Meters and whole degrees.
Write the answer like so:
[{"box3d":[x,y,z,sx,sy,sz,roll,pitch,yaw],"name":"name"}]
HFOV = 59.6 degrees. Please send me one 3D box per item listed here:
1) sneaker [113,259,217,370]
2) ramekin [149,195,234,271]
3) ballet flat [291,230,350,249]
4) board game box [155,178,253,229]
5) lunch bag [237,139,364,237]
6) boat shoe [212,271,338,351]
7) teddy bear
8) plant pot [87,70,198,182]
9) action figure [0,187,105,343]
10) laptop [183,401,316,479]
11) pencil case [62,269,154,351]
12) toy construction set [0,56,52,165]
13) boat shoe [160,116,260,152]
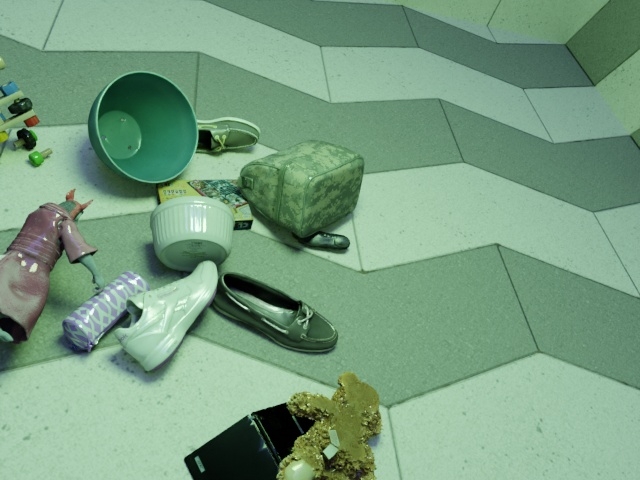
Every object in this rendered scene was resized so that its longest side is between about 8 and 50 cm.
[{"box3d":[-0.339,0.137,1.263,0.152,0.114,0.305,42,46,-14],"name":"sneaker"},{"box3d":[-0.314,-0.007,1.376,0.207,0.207,0.109,3,58,-19],"name":"ramekin"},{"box3d":[0.000,0.000,1.605,0.173,0.049,0.058,12,74,-4],"name":"ballet flat"},{"box3d":[-0.324,-0.099,1.559,0.243,0.042,0.165,-3,52,-23],"name":"board game box"},{"box3d":[-0.053,-0.172,1.607,0.256,0.213,0.305,29,37,26],"name":"lunch bag"},{"box3d":[-0.106,0.174,1.360,0.335,0.096,0.112,22,46,-1],"name":"boat shoe"},{"box3d":[0.022,0.424,1.145,0.245,0.113,0.338,29,35,-13],"name":"teddy bear"},{"box3d":[-0.513,-0.298,1.536,0.195,0.290,0.290,1,26,45],"name":"plant pot"},{"box3d":[-0.614,0.028,1.163,0.247,0.276,0.370,7,60,23],"name":"action figure"},{"box3d":[-0.096,0.480,1.149,0.264,0.137,0.234,4,44,-53],"name":"laptop"},{"box3d":[-0.473,0.153,1.245,0.088,0.086,0.206,28,46,11],"name":"pencil case"},{"box3d":[-0.878,-0.326,1.390,0.257,0.309,0.237,31,50,18],"name":"toy construction set"},{"box3d":[-0.335,-0.315,1.708,0.304,0.109,0.091,2,49,-11],"name":"boat shoe"}]
